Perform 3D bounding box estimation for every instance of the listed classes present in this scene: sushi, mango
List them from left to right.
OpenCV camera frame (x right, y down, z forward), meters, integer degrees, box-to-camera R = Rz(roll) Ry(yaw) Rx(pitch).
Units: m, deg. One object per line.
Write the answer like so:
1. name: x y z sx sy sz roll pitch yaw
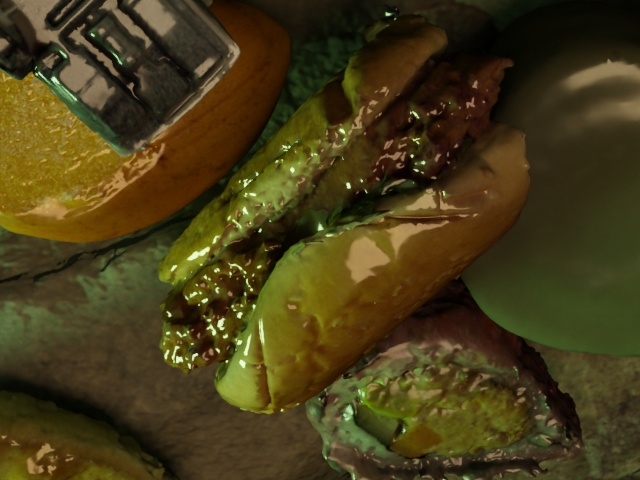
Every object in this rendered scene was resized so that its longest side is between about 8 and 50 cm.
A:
1. mango: -0.118 -0.083 0.775 0.217 0.102 0.141 -28 103 -1
2. sushi: 0.107 0.101 0.969 0.241 0.107 0.161 1 128 -10

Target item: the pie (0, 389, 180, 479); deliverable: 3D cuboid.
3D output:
1. pie: -0.265 0.255 1.001 0.339 0.083 0.339 -10 129 -12

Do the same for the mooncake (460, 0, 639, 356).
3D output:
1. mooncake: 0.207 -0.045 0.862 0.275 0.135 0.275 -1 128 -1

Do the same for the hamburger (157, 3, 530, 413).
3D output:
1. hamburger: 0.000 0.000 0.797 0.245 0.282 0.155 -41 86 -14

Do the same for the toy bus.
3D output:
1. toy bus: -0.188 -0.193 0.605 0.097 0.138 0.342 -42 115 4
